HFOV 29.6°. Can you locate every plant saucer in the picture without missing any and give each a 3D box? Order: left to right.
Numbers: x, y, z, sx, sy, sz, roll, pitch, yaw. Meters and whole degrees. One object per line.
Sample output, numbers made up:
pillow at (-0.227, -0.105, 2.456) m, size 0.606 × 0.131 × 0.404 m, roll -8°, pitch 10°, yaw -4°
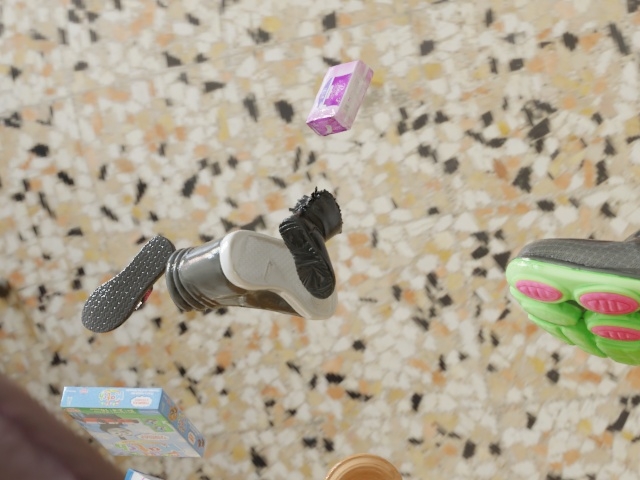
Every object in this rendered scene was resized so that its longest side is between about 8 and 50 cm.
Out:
plant saucer at (0.042, 0.246, 1.162) m, size 0.083 × 0.013 × 0.083 m, roll -1°, pitch 93°, yaw -11°

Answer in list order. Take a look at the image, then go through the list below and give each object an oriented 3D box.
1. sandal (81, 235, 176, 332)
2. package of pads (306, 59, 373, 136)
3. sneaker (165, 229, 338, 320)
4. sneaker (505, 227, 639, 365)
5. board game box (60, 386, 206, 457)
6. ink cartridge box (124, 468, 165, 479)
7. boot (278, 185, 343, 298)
sandal at (-0.270, 0.069, 1.744) m, size 0.179 × 0.040 × 0.067 m, roll -45°, pitch 70°, yaw 5°
package of pads at (0.021, -0.154, 1.308) m, size 0.050 × 0.083 × 0.032 m, roll -9°, pitch 140°, yaw 45°
sneaker at (-0.096, 0.055, 1.664) m, size 0.147 × 0.296 × 0.104 m, roll -11°, pitch 72°, yaw 30°
sneaker at (0.447, 0.014, 1.345) m, size 0.483 × 0.185 × 0.202 m, roll -6°, pitch 56°, yaw 6°
board game box at (-0.287, 0.285, 1.888) m, size 0.160 × 0.211 × 0.039 m, roll -1°, pitch 61°, yaw 15°
ink cartridge box at (-0.117, 0.279, 1.133) m, size 0.134 × 0.231 × 0.078 m, roll 23°, pitch 79°, yaw -13°
boot at (0.000, 0.000, 1.509) m, size 0.045 × 0.099 × 0.121 m, roll -19°, pitch 105°, yaw 33°
